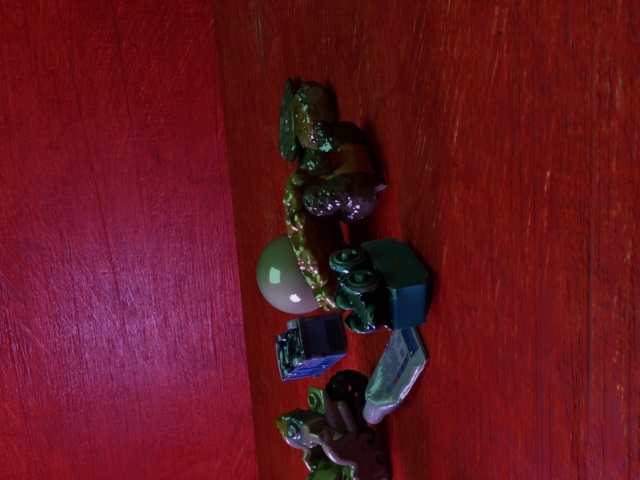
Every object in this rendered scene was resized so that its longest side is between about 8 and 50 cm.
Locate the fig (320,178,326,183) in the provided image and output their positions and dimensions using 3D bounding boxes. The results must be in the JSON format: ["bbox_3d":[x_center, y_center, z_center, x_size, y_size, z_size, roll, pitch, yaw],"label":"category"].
[{"bbox_3d":[0.010,-0.108,1.831,0.125,0.089,0.089,-37,58,43],"label":"fig"}]

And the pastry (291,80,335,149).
[{"bbox_3d":[-0.016,-0.271,1.813,0.153,0.081,0.153,162,90,-74],"label":"pastry"}]

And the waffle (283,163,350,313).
[{"bbox_3d":[0.000,0.000,1.649,0.325,0.068,0.302,-62,-46,-68],"label":"waffle"}]

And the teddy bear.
[{"bbox_3d":[0.046,-0.135,1.548,0.140,0.177,0.190,-25,67,28],"label":"teddy bear"}]

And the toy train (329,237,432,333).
[{"bbox_3d":[0.099,0.075,1.383,0.198,0.154,0.107,-120,23,-59],"label":"toy train"}]

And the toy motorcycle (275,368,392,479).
[{"bbox_3d":[0.032,0.480,1.715,0.169,0.237,0.410,1,99,48],"label":"toy motorcycle"}]

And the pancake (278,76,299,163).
[{"bbox_3d":[-0.074,-0.298,2.071,0.236,0.042,0.222,145,126,-80],"label":"pancake"}]

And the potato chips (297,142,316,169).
[{"bbox_3d":[-0.032,-0.161,2.041,0.220,0.029,0.202,100,161,-55],"label":"potato chips"}]

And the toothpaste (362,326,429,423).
[{"bbox_3d":[0.135,0.252,1.544,0.099,0.068,0.282,43,138,21],"label":"toothpaste"}]

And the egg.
[{"bbox_3d":[-0.055,0.076,1.920,0.253,0.189,0.188,134,128,-80],"label":"egg"}]

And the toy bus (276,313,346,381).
[{"bbox_3d":[-0.026,0.263,2.017,0.234,0.134,0.116,127,134,-63],"label":"toy bus"}]
